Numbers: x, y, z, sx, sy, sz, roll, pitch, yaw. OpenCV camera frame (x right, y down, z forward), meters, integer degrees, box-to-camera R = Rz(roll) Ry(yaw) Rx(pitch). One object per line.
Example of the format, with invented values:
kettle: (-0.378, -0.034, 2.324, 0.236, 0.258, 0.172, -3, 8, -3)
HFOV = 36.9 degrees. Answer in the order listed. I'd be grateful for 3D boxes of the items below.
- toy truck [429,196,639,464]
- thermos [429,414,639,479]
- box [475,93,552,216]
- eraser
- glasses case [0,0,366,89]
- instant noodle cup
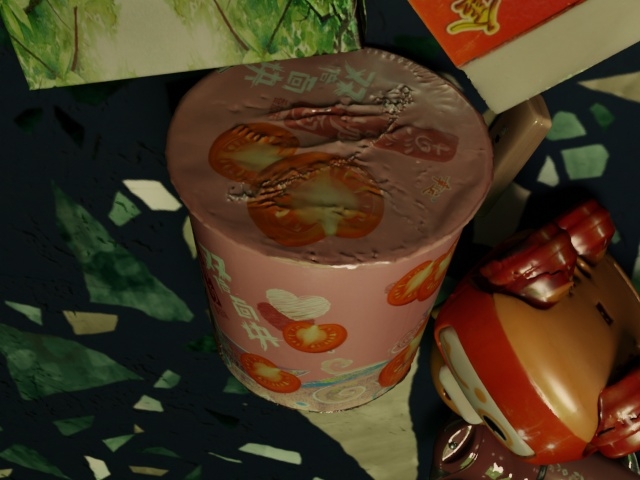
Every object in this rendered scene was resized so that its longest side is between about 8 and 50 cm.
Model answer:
toy truck: (0.178, 0.101, 0.844, 0.239, 0.265, 0.189, -36, 83, 30)
thermos: (0.281, 0.267, 1.068, 0.330, 0.109, 0.136, 24, 130, -15)
box: (0.154, -0.073, 0.816, 0.025, 0.048, 0.115, 16, 132, -17)
eraser: (0.136, -0.213, 0.700, 0.157, 0.038, 0.230, -27, 123, 26)
glasses case: (-0.105, -0.182, 0.737, 0.272, 0.062, 0.095, -5, 125, 9)
instant noodle cup: (0.000, 0.000, 0.784, 0.243, 0.243, 0.231, 6, 138, 1)
